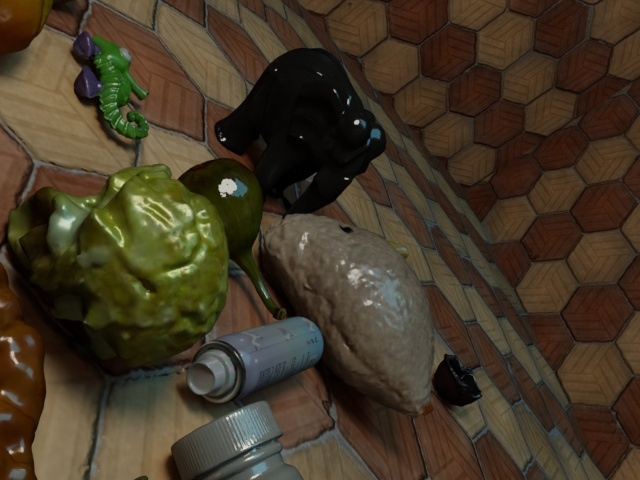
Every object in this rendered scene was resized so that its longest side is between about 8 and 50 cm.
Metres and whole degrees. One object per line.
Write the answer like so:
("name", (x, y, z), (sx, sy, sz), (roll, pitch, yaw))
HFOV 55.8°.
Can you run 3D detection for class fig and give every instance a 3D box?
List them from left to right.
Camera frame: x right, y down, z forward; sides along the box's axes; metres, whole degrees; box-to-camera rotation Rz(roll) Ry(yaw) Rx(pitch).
("fig", (-0.108, 0.003, 0.814), (0.236, 0.124, 0.124), (61, 19, -15))

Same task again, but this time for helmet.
("helmet", (0.274, 0.294, 1.247), (0.123, 0.070, 0.098), (36, 21, -26))

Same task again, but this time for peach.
("peach", (-0.363, -0.278, 0.657), (0.138, 0.138, 0.138), (45, 24, -26))

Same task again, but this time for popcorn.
("popcorn", (-0.188, 0.018, 0.558), (0.212, 0.198, 0.198), (19, 33, -14))

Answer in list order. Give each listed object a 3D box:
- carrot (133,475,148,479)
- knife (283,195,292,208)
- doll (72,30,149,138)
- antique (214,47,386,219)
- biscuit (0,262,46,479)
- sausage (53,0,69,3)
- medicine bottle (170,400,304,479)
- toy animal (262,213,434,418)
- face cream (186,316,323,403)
("carrot", (-0.172, 0.243, 0.413), (0.049, 0.049, 0.254), (53, 16, -8))
("knife", (0.000, 0.000, 1.168), (0.230, 0.028, 0.060), (49, 10, -9))
("doll", (-0.282, -0.212, 0.834), (0.115, 0.050, 0.190), (22, 40, -44))
("antique", (-0.036, -0.197, 1.060), (0.185, 0.255, 0.322), (27, 37, -55))
("biscuit", (-0.289, 0.091, 0.293), (0.312, 0.110, 0.318), (33, 30, -42))
("sausage", (-0.416, -0.475, 0.832), (0.304, 0.121, 0.121), (58, 21, 4))
("medicine bottle", (-0.060, 0.246, 0.559), (0.105, 0.105, 0.168), (6, 52, -63))
("toy animal", (0.071, 0.103, 0.936), (0.226, 0.188, 0.358), (-9, 67, -61))
("face cream", (-0.075, 0.140, 0.722), (0.075, 0.075, 0.229), (60, 21, 12))
